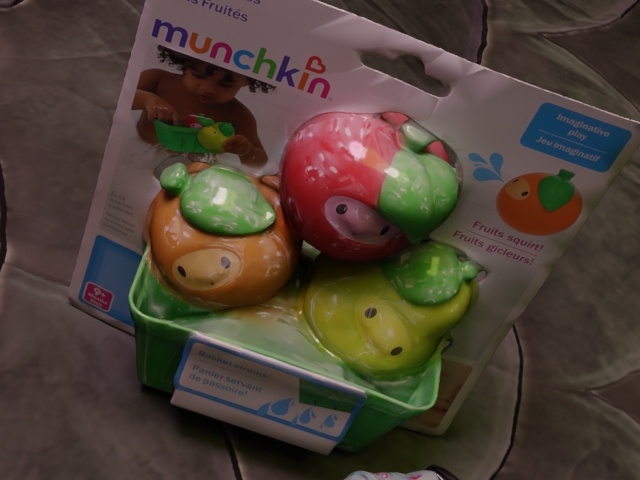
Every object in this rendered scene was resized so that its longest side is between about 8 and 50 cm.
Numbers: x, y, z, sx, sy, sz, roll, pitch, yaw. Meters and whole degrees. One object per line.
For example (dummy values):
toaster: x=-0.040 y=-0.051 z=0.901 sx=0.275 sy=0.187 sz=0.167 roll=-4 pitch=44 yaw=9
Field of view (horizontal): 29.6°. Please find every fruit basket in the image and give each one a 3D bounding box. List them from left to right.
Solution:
fruit basket: x=0.000 y=0.000 z=0.851 sx=0.327 sy=0.353 sz=0.165 roll=20 pitch=49 yaw=-7

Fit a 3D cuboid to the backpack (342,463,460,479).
backpack: x=0.061 y=0.240 z=0.833 sx=0.115 sy=0.152 sz=0.182 roll=5 pitch=41 yaw=-29
